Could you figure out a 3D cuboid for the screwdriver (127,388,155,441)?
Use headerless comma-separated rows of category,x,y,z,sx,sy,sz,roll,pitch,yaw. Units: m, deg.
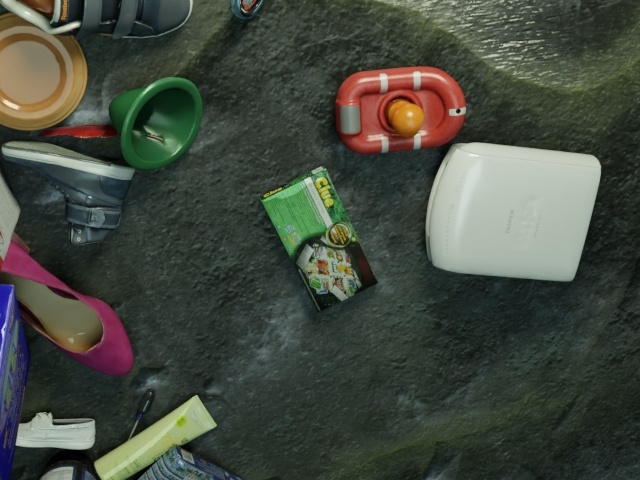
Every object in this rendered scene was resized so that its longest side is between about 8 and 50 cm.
screwdriver,-0.366,0.362,1.911,0.025,0.024,0.170,13,112,-46

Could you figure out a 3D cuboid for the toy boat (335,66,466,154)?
toy boat,0.147,-0.222,1.714,0.231,0.151,0.151,-7,112,-8

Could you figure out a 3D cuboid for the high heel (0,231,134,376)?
high heel,-0.472,0.141,1.719,0.127,0.181,0.377,-42,112,7

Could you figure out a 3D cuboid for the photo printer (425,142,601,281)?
photo printer,0.354,-0.054,1.840,0.307,0.107,0.256,6,109,-13

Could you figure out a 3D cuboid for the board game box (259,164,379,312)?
board game box,0.000,0.000,1.838,0.136,0.030,0.260,-25,113,2

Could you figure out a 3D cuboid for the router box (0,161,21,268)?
router box,-0.588,-0.138,1.528,0.082,0.301,0.336,-18,113,-4

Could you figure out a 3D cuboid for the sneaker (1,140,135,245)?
sneaker,-0.452,-0.079,1.692,0.226,0.086,0.164,14,105,-16

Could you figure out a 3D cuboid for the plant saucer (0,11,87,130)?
plant saucer,-0.490,-0.281,1.621,0.199,0.037,0.200,-4,105,-15

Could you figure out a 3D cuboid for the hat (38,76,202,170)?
hat,-0.340,-0.232,1.689,0.208,0.183,0.173,-17,130,-49

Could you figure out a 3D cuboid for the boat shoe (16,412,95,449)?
boat shoe,-0.523,0.360,1.860,0.184,0.066,0.063,8,95,-11

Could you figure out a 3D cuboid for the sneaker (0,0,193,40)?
sneaker,-0.365,-0.384,1.568,0.321,0.127,0.126,4,116,-12

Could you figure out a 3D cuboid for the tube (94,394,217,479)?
tube,-0.326,0.397,1.909,0.240,0.070,0.062,-31,74,-9

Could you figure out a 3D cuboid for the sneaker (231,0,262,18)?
sneaker,-0.100,-0.444,1.626,0.063,0.073,0.162,15,107,-15

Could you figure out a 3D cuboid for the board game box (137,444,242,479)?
board game box,-0.282,0.525,1.949,0.194,0.060,0.194,-45,127,11

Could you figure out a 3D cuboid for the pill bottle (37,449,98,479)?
pill bottle,-0.479,0.494,1.832,0.122,0.219,0.123,-3,111,-9

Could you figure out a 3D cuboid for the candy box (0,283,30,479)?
candy box,-0.574,0.255,1.627,0.122,0.268,0.317,4,151,-8
